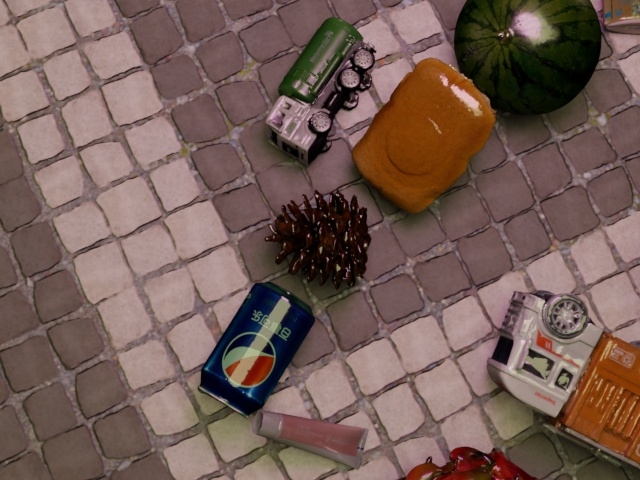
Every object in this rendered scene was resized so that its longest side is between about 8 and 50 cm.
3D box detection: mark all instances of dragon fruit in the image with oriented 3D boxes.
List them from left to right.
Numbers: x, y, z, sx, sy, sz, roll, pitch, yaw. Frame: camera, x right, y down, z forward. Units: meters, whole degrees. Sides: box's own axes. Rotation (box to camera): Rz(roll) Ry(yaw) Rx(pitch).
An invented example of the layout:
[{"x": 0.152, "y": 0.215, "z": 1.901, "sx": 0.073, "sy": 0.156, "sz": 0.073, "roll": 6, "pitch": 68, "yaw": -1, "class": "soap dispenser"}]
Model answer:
[{"x": 0.207, "y": 0.423, "z": 1.654, "sx": 0.307, "sy": 0.227, "sz": 0.243, "roll": 23, "pitch": 77, "yaw": 14, "class": "dragon fruit"}]

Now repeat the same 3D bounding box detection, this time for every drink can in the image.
[{"x": -0.102, "y": 0.172, "z": 1.722, "sx": 0.118, "sy": 0.118, "sz": 0.205, "roll": 31, "pitch": 80, "yaw": 2, "class": "drink can"}]

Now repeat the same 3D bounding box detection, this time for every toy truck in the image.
[{"x": 0.001, "y": -0.253, "z": 1.816, "sx": 0.125, "sy": 0.101, "sz": 0.242, "roll": 30, "pitch": 77, "yaw": 7, "class": "toy truck"}, {"x": 0.452, "y": 0.235, "z": 1.722, "sx": 0.387, "sy": 0.173, "sz": 0.207, "roll": 27, "pitch": 88, "yaw": -1, "class": "toy truck"}]

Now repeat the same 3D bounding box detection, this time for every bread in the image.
[{"x": 0.171, "y": -0.169, "z": 1.752, "sx": 0.174, "sy": 0.121, "sz": 0.245, "roll": 40, "pitch": 123, "yaw": 1, "class": "bread"}]

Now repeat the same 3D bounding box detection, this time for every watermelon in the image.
[{"x": 0.338, "y": -0.325, "z": 1.780, "sx": 0.242, "sy": 0.242, "sz": 0.242, "roll": 1, "pitch": 80, "yaw": -4, "class": "watermelon"}]

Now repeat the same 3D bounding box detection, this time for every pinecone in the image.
[{"x": -0.005, "y": -0.004, "z": 1.744, "sx": 0.165, "sy": 0.163, "sz": 0.163, "roll": 3, "pitch": 79, "yaw": 7, "class": "pinecone"}]

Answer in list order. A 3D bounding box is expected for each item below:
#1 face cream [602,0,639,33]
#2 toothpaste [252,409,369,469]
[{"x": 0.560, "y": -0.507, "z": 1.915, "sx": 0.139, "sy": 0.067, "sz": 0.285, "roll": 1, "pitch": 80, "yaw": -5, "class": "face cream"}, {"x": -0.013, "y": 0.307, "z": 1.722, "sx": 0.194, "sy": 0.043, "sz": 0.067, "roll": 20, "pitch": 77, "yaw": -24, "class": "toothpaste"}]
